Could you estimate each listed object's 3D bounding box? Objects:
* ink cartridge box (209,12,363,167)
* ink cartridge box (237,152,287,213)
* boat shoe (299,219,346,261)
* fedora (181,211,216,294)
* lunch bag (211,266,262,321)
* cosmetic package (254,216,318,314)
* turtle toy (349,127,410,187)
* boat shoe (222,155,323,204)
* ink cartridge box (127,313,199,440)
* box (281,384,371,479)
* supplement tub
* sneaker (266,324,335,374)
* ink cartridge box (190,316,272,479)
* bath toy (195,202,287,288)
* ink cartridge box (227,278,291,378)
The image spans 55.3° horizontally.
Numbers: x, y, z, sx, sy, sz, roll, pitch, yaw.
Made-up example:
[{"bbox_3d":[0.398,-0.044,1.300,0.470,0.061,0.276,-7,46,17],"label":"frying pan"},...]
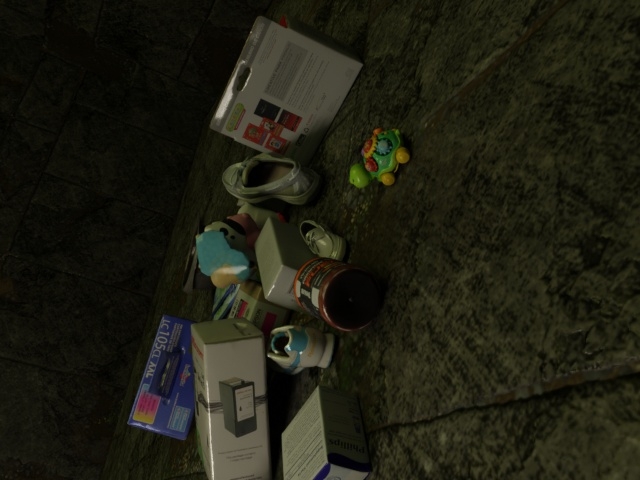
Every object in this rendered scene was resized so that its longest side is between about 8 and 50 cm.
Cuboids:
[{"bbox_3d":[-0.092,-0.373,1.499,0.309,0.271,0.130,-58,23,27],"label":"ink cartridge box"},{"bbox_3d":[-0.146,-0.157,1.693,0.212,0.093,0.154,4,75,71],"label":"ink cartridge box"},{"bbox_3d":[0.000,0.000,1.210,0.066,0.063,0.184,-63,21,17],"label":"boat shoe"},{"bbox_3d":[-0.369,0.054,2.010,0.244,0.124,0.276,-137,60,-71],"label":"fedora"},{"bbox_3d":[-0.212,0.129,1.599,0.219,0.090,0.176,-51,30,43],"label":"lunch bag"},{"bbox_3d":[-0.059,0.047,1.243,0.086,0.117,0.231,-61,21,17],"label":"cosmetic package"},{"bbox_3d":[0.102,-0.145,1.085,0.130,0.066,0.095,-58,23,29],"label":"turtle toy"},{"bbox_3d":[-0.136,-0.157,1.485,0.320,0.103,0.118,14,69,45],"label":"boat shoe"},{"bbox_3d":[-0.355,0.339,1.538,0.395,0.151,0.270,130,156,-75],"label":"ink cartridge box"},{"bbox_3d":[0.004,0.309,0.895,0.126,0.072,0.137,-58,23,29],"label":"box"},{"bbox_3d":[0.017,0.084,1.028,0.198,0.106,0.106,11,81,69],"label":"supplement tub"},{"bbox_3d":[-0.058,0.196,1.133,0.228,0.092,0.088,-33,42,60],"label":"sneaker"},{"bbox_3d":[-0.174,0.299,1.166,0.198,0.114,0.273,-172,78,-70],"label":"ink cartridge box"},{"bbox_3d":[-0.171,0.001,1.453,0.348,0.128,0.152,-55,-39,-69],"label":"bath toy"},{"bbox_3d":[-0.156,0.212,1.376,0.235,0.088,0.193,-70,19,-4],"label":"ink cartridge box"}]
